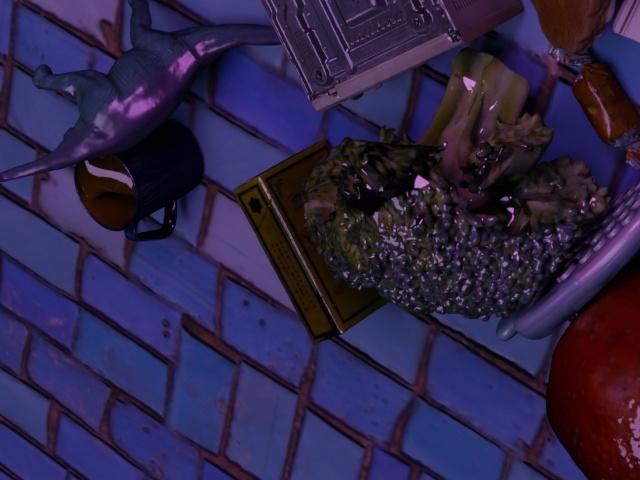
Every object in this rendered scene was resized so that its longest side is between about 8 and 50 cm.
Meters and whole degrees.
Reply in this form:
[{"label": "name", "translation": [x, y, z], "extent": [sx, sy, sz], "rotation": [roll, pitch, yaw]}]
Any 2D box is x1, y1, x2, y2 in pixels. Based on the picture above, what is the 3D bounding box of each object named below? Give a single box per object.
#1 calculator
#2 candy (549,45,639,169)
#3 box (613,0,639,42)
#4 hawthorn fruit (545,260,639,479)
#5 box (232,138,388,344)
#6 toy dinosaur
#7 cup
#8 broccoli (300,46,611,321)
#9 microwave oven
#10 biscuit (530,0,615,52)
[{"label": "calculator", "translation": [0.292, 0.021, 1.953], "extent": [0.041, 0.185, 0.299], "rotation": [40, 133, -2]}, {"label": "candy", "translation": [0.305, -0.152, 1.947], "extent": [0.046, 0.053, 0.182], "rotation": [-31, 88, 52]}, {"label": "box", "translation": [0.404, -0.219, 1.798], "extent": [0.198, 0.029, 0.109], "rotation": [24, 128, 4]}, {"label": "hawthorn fruit", "translation": [0.363, 0.148, 1.921], "extent": [0.307, 0.265, 0.265], "rotation": [51, 139, 40]}, {"label": "box", "translation": [0.000, 0.000, 2.222], "extent": [0.064, 0.141, 0.220], "rotation": [-27, 92, 45]}, {"label": "toy dinosaur", "translation": [-0.201, -0.173, 2.218], "extent": [0.331, 0.383, 0.129], "rotation": [22, 158, 47]}, {"label": "cup", "translation": [-0.242, -0.078, 2.391], "extent": [0.113, 0.138, 0.150], "rotation": [36, 131, 22]}, {"label": "broccoli", "translation": [0.141, -0.040, 1.988], "extent": [0.277, 0.338, 0.317], "rotation": [30, 110, -6]}, {"label": "microwave oven", "translation": [0.071, -0.277, 2.020], "extent": [0.240, 0.145, 0.194], "rotation": [-21, 100, 45]}, {"label": "biscuit", "translation": [0.250, -0.307, 1.870], "extent": [0.181, 0.049, 0.208], "rotation": [108, 142, -64]}]
